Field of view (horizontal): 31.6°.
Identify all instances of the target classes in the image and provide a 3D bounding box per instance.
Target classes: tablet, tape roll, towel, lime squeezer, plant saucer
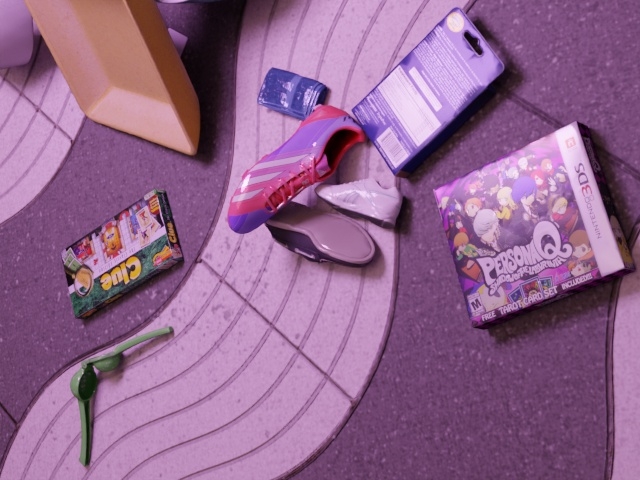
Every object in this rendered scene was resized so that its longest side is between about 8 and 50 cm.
[{"bbox_3d":[-0.265,-0.326,1.983,0.054,0.006,0.083,32,102,36],"label":"tablet"},{"bbox_3d":[-0.630,-0.512,2.114,0.392,0.072,0.392,44,143,48],"label":"tape roll"},{"bbox_3d":[-0.046,-0.231,1.790,0.119,0.029,0.067,24,97,37],"label":"towel"},{"bbox_3d":[-0.373,0.239,1.955,0.110,0.059,0.310,45,109,33],"label":"lime squeezer"},{"bbox_3d":[-0.341,-0.325,1.892,0.333,0.332,0.081,22,55,42],"label":"plant saucer"}]

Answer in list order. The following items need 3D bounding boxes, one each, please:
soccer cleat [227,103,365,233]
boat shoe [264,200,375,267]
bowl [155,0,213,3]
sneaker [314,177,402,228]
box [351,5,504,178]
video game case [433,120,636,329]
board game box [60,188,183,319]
[{"bbox_3d":[-0.039,-0.100,1.693,0.248,0.083,0.095,-47,50,-9],"label":"soccer cleat"},{"bbox_3d":[0.000,0.000,1.719,0.206,0.075,0.065,24,141,31],"label":"boat shoe"},{"bbox_3d":[-0.167,-0.516,1.837,0.312,0.163,0.311,-5,81,36],"label":"bowl"},{"bbox_3d":[0.059,-0.064,1.681,0.152,0.054,0.061,19,79,35],"label":"sneaker"},{"bbox_3d":[0.158,-0.213,1.629,0.225,0.036,0.136,-44,61,25],"label":"box"},{"bbox_3d":[0.278,-0.017,1.509,0.232,0.042,0.210,-25,68,32],"label":"video game case"},{"bbox_3d":[-0.353,0.027,1.987,0.260,0.030,0.136,-30,69,30],"label":"board game box"}]
